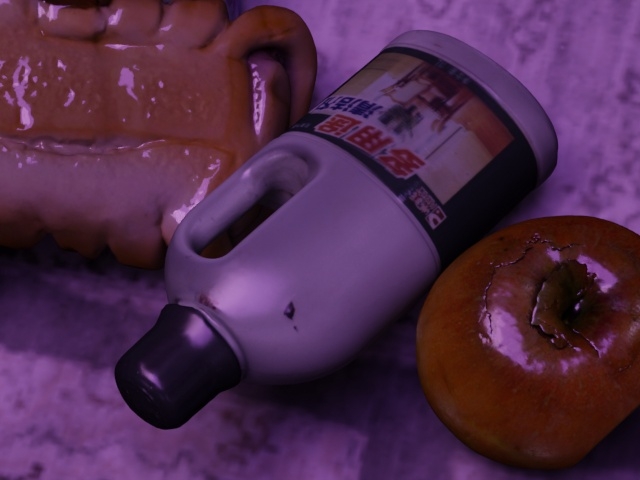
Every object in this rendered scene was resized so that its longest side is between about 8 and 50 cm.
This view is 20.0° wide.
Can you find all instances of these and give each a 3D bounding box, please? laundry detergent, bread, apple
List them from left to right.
[{"bbox_3d":[-0.116,-0.056,0.835,0.225,0.081,0.134,9,78,-13],"label":"bread"},{"bbox_3d":[0.000,0.000,0.786,0.099,0.070,0.226,41,62,14],"label":"laundry detergent"},{"bbox_3d":[0.095,0.041,0.766,0.114,0.102,0.099,-42,77,-18],"label":"apple"}]

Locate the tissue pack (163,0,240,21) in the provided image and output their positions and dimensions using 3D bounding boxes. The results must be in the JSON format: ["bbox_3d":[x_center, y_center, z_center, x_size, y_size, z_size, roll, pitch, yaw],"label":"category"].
[{"bbox_3d":[-0.140,-0.234,0.913,0.198,0.146,0.263,-3,63,7],"label":"tissue pack"}]
